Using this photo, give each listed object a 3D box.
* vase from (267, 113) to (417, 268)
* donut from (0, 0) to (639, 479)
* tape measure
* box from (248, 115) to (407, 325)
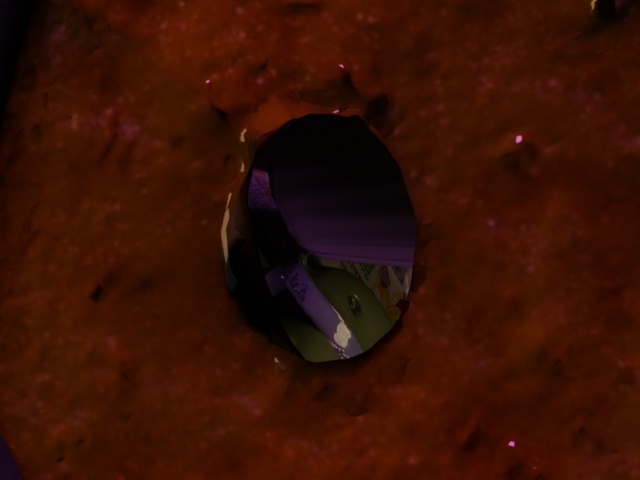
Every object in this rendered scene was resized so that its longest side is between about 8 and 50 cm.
[{"bbox_3d":[0.101,-0.040,0.729,0.128,0.248,0.128,-8,90,-69],"label":"vase"},{"bbox_3d":[0.013,-0.003,0.626,0.110,0.303,0.303,-9,103,-75],"label":"donut"},{"bbox_3d":[-0.005,0.094,0.813,0.154,0.087,0.177,-67,147,-31],"label":"tape measure"},{"bbox_3d":[0.000,0.000,0.858,0.050,0.041,0.207,-67,149,-26],"label":"box"}]
